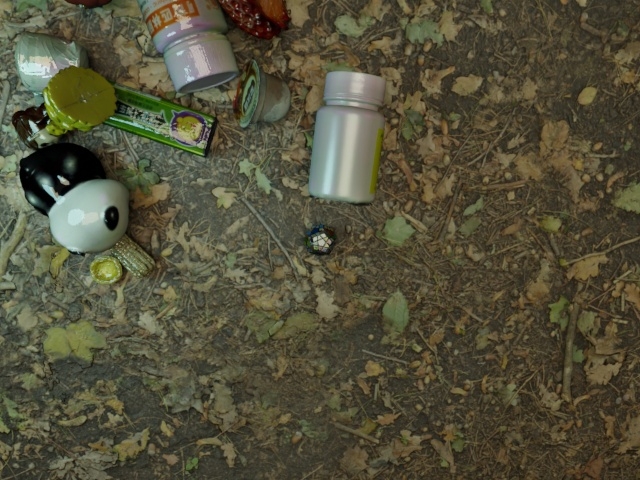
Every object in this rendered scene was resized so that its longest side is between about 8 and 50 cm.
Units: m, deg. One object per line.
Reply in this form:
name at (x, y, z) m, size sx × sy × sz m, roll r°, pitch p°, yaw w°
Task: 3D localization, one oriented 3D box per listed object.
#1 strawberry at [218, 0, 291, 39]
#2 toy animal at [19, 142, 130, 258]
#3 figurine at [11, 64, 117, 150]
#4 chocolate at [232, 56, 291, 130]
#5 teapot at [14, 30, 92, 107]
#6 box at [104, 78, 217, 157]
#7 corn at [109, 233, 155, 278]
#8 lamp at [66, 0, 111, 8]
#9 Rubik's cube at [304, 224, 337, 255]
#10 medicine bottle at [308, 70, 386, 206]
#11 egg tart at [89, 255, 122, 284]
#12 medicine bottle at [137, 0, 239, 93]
strawberry at (-0.213, -0.686, 1.294) m, size 0.150 × 0.280 × 0.253 m, roll -6°, pitch 123°, yaw 32°
toy animal at (-0.699, -0.107, 1.330) m, size 0.251 × 0.251 × 0.310 m, roll -43°, pitch 74°, yaw 3°
figurine at (-0.741, -0.341, 1.297) m, size 0.316 × 0.187 × 0.168 m, roll -19°, pitch 141°, yaw 35°
chocolate at (-0.168, -0.436, 1.401) m, size 0.147 × 0.221 × 0.221 m, roll 1°, pitch 102°, yaw -35°
teapot at (-0.755, -0.474, 1.321) m, size 0.178 × 0.163 × 0.221 m, roll 3°, pitch 102°, yaw -11°
box at (-0.502, -0.370, 1.401) m, size 0.346 × 0.097 × 0.134 m, roll 17°, pitch 90°, yaw -9°
corn at (-0.623, 0.030, 1.477) m, size 0.087 × 0.087 × 0.210 m, roll -40°, pitch 97°, yaw 3°
lamp at (-0.652, -0.751, 1.250) m, size 0.227 × 0.227 × 0.226 m, roll -1°, pitch 101°, yaw -6°
Rubik's cube at (0.000, 0.000, 1.523) m, size 0.111 × 0.093 × 0.111 m, roll -1°, pitch 101°, yaw -7°
medicine bottle at (0.084, -0.306, 1.410) m, size 0.214 × 0.213 × 0.377 m, roll 5°, pitch 101°, yaw -7°
egg tart at (-0.697, 0.095, 1.499) m, size 0.105 × 0.039 × 0.104 m, roll -1°, pitch 101°, yaw -6°
medicine bottle at (-0.387, -0.636, 1.297) m, size 0.220 × 0.219 × 0.387 m, roll -19°, pitch 103°, yaw -2°
